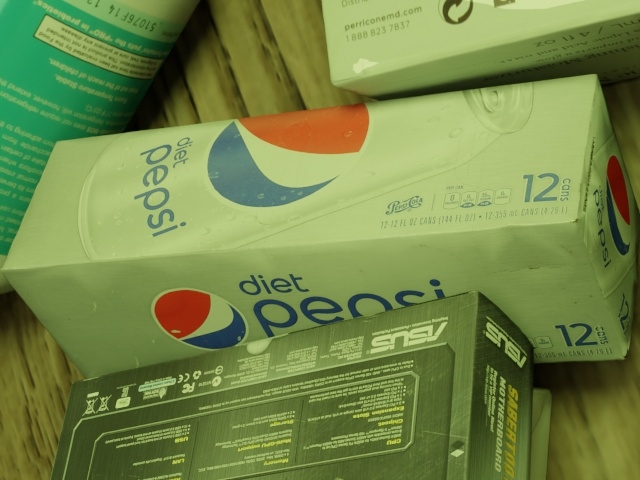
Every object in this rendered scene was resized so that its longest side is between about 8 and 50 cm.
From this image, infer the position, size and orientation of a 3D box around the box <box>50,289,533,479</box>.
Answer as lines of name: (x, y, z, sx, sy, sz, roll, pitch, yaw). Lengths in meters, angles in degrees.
box: (-0.024, 0.132, 0.662, 0.231, 0.056, 0.183, -15, 51, 30)

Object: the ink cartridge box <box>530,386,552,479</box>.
ink cartridge box: (0.017, 0.116, 0.754, 0.180, 0.060, 0.104, 3, 87, 29)

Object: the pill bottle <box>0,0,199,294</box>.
pill bottle: (-0.184, -0.072, 0.829, 0.146, 0.146, 0.264, 38, 104, 25)

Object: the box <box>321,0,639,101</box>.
box: (0.097, -0.165, 0.698, 0.181, 0.119, 0.182, -11, 82, 27)

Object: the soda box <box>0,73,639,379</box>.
soda box: (0.000, 0.000, 0.723, 0.286, 0.098, 0.091, -5, 47, 24)
